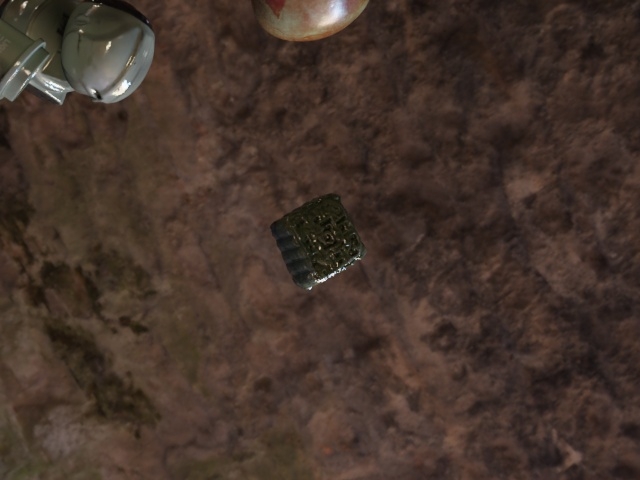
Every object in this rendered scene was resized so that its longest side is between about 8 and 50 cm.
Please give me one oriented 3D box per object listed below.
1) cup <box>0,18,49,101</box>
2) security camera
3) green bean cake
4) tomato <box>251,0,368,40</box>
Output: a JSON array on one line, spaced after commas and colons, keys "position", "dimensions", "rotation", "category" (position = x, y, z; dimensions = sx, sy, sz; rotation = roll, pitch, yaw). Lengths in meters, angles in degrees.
[{"position": [-0.509, -0.296, 1.166], "dimensions": [0.141, 0.120, 0.120], "rotation": [37, -14, -21], "category": "cup"}, {"position": [-0.422, -0.344, 1.331], "dimensions": [0.277, 0.191, 0.197], "rotation": [15, -10, 28], "category": "security camera"}, {"position": [0.000, 0.000, 1.709], "dimensions": [0.094, 0.173, 0.181], "rotation": [-13, -76, 60], "category": "green bean cake"}, {"position": [-0.010, -0.487, 1.315], "dimensions": [0.223, 0.270, 0.270], "rotation": [2, -44, 10], "category": "tomato"}]
